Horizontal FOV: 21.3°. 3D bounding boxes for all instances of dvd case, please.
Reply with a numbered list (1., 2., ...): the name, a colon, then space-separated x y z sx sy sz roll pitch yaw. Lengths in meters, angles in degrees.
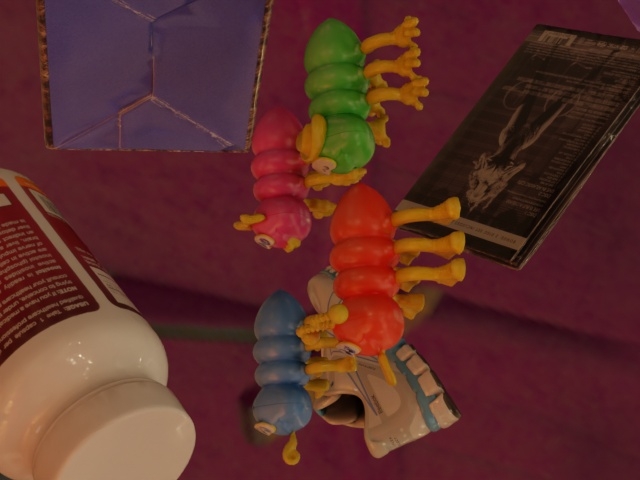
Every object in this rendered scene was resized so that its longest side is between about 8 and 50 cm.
1. dvd case: 0.170 -0.082 1.384 0.221 0.164 0.018 -52 124 -12

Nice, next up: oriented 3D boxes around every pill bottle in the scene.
1. pill bottle: -0.118 0.044 0.706 0.086 0.152 0.086 -26 141 -23

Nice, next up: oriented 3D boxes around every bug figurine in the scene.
1. bug figurine: 0.000 0.000 0.962 0.072 0.216 0.279 3 160 -14

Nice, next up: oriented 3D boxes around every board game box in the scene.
1. board game box: -0.109 -0.237 1.114 0.232 0.141 0.291 104 -15 -63

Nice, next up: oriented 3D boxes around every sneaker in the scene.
1. sneaker: 0.021 0.088 1.235 0.083 0.191 0.071 -35 127 -4

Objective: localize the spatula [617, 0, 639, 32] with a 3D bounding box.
1. spatula: 0.175 -0.260 1.168 0.084 0.030 0.296 -45 109 -3
